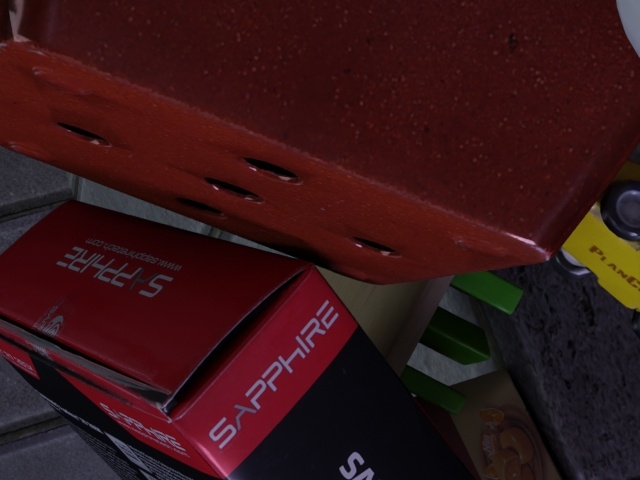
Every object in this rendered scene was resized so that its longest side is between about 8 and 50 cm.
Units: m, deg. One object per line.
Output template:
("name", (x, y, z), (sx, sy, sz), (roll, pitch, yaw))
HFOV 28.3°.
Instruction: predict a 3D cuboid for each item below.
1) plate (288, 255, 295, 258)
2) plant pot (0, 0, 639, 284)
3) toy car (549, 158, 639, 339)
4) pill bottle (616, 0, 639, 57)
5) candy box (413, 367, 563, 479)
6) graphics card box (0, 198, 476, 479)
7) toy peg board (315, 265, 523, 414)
("plate", (0.014, 0.042, 1.129), (0.188, 0.024, 0.188), (165, 90, -72))
("plant pot", (0.005, -0.123, 0.467), (0.267, 0.267, 0.235), (165, 124, -73))
("toy car", (0.204, 0.054, 0.455), (0.225, 0.053, 0.239), (10, 143, 55))
("pill bottle", (0.206, 0.010, 0.243), (0.188, 0.188, 0.334), (93, 154, -46))
("candy box", (0.099, 0.246, 0.936), (0.316, 0.087, 0.183), (107, 142, -58))
("graphics card box", (-0.001, 0.146, 0.650), (0.233, 0.094, 0.371), (12, 144, 54))
("toy peg board", (0.042, 0.057, 0.824), (0.161, 0.079, 0.160), (-61, 27, 0))
